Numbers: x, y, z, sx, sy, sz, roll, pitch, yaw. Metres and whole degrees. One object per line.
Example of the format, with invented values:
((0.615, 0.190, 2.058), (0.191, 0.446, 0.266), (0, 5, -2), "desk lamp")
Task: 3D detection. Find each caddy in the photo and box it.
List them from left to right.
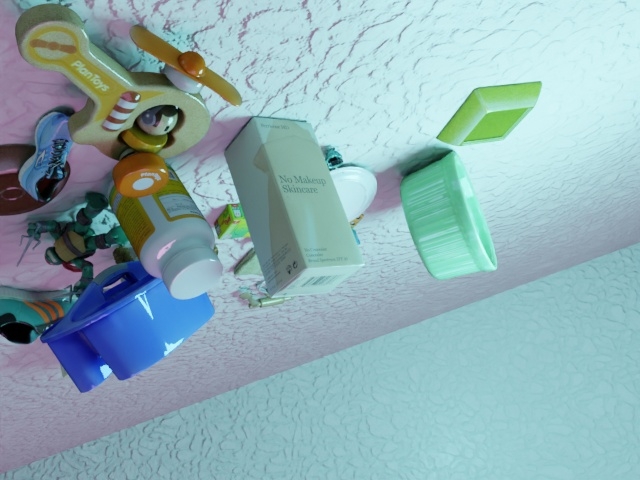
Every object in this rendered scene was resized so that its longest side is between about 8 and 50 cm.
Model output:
((-0.363, 0.132, 1.315), (0.241, 0.179, 0.341), (-22, -170, 31), "caddy")

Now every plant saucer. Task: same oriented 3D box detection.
((-0.518, -0.091, 1.156), (0.198, 0.036, 0.199), (-18, 161, -7), "plant saucer")
((0.382, -0.271, 1.540), (0.188, 0.045, 0.188), (-11, 158, -25), "plant saucer")

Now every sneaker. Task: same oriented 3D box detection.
((-0.661, 0.187, 1.599), (0.108, 0.121, 0.302), (-30, 158, 25), "sneaker")
((-0.411, -0.127, 1.076), (0.063, 0.073, 0.162), (0, 130, -48), "sneaker")

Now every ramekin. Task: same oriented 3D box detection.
((0.309, -0.050, 1.685), (0.148, 0.304, 0.303), (-20, 161, 18), "ramekin")

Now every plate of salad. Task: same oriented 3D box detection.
((0.037, -0.103, 1.612), (0.199, 0.048, 0.200), (-16, 142, -13), "plate of salad")

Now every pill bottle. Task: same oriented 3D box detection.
((-0.273, -0.018, 1.234), (0.136, 0.246, 0.136), (-26, 149, -17), "pill bottle")

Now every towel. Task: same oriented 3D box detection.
((-0.164, 0.056, 1.878), (0.110, 0.027, 0.148), (-2, 153, -39), "towel")

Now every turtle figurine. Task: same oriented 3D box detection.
((-0.484, 0.010, 1.341), (0.234, 0.118, 0.175), (-32, 116, 24), "turtle figurine")

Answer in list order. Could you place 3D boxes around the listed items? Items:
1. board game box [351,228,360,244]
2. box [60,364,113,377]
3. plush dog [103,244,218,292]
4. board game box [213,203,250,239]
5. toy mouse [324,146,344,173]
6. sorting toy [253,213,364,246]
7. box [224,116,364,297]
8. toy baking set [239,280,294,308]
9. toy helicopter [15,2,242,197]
((0.000, 0.000, 1.861), (0.160, 0.047, 0.210), (-26, 158, 13), "board game box")
((-0.572, 0.280, 1.929), (0.243, 0.117, 0.213), (-32, 157, 30), "box")
((-0.349, 0.085, 1.601), (0.262, 0.210, 0.225), (-48, 169, 21), "plush dog")
((-0.145, -0.048, 1.606), (0.181, 0.043, 0.092), (-5, 155, -35), "board game box")
((-0.003, -0.160, 1.473), (0.143, 0.031, 0.161), (-2, 153, -40), "toy mouse")
((-0.024, -0.011, 1.724), (0.274, 0.046, 0.132), (-28, 128, 15), "sorting toy")
((-0.053, -0.062, 1.270), (0.148, 0.311, 0.121), (-4, 154, -40), "box")
((-0.147, 0.159, 2.162), (0.256, 0.030, 0.197), (-11, 155, -25), "toy baking set")
((-0.264, -0.212, 0.954), (0.234, 0.140, 0.355), (-26, 157, 10), "toy helicopter")
